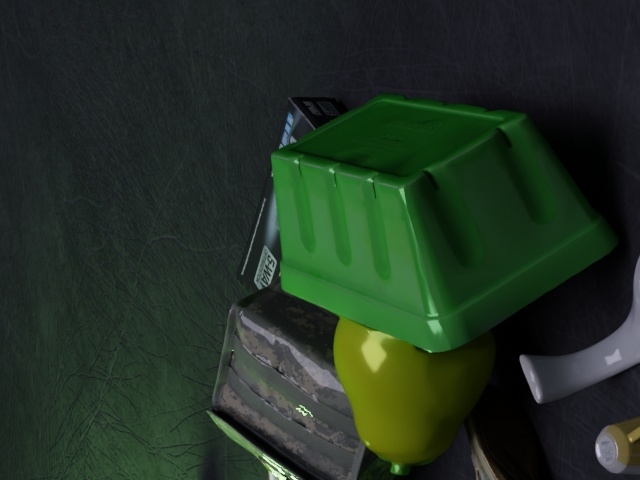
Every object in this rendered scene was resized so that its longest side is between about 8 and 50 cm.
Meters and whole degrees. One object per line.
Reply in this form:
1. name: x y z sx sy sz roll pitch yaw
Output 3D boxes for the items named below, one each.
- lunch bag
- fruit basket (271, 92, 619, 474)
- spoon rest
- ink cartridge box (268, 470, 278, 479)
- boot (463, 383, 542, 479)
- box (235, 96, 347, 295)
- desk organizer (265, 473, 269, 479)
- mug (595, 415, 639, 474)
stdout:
1. lunch bag: -0.009 0.214 1.905 0.235 0.169 0.287 33 131 23
2. fruit basket: 0.122 0.052 1.649 0.392 0.283 0.392 47 156 29
3. spoon rest: 0.317 0.072 1.478 0.276 0.084 0.137 -41 57 39
4. ink cartridge box: -0.019 0.288 2.055 0.099 0.056 0.135 -9 81 17
5. boot: 0.186 0.285 1.714 0.165 0.077 0.213 -54 49 51
6. box: 0.000 0.000 2.029 0.242 0.077 0.307 55 137 43
7. desk organizer: -0.047 0.312 2.169 0.050 0.047 0.130 65 144 39
8. mug: 0.308 0.197 1.495 0.062 0.064 0.078 45 130 52
